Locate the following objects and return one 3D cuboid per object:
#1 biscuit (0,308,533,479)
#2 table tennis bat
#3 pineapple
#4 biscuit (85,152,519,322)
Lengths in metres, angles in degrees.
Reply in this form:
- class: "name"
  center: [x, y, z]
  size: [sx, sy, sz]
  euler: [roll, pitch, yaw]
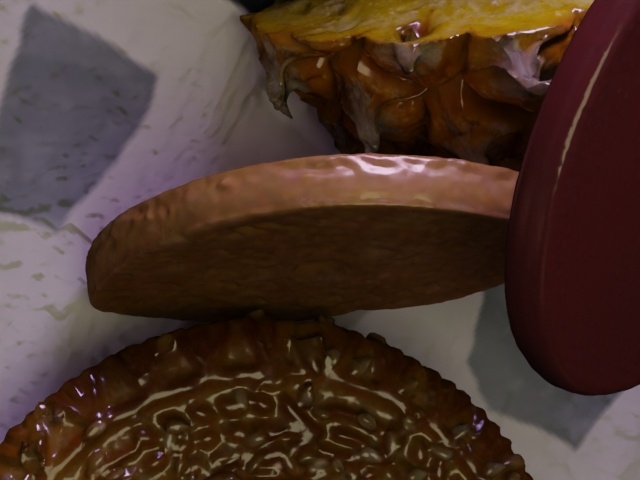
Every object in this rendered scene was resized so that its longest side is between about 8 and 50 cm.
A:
- class: "biscuit"
  center: [-0.026, 0.181, 0.856]
  size: [0.305, 0.038, 0.305]
  euler: [-1, 94, -17]
- class: "table tennis bat"
  center: [0.168, -0.078, 0.783]
  size: [0.200, 0.038, 0.310]
  euler: [25, 91, -55]
- class: "pineapple"
  center: [0.105, -0.054, 0.854]
  size: [0.250, 0.140, 0.164]
  euler: [-9, 109, -22]
- class: "biscuit"
  center: [0.000, 0.000, 0.819]
  size: [0.221, 0.142, 0.029]
  euler: [-9, 69, 16]
